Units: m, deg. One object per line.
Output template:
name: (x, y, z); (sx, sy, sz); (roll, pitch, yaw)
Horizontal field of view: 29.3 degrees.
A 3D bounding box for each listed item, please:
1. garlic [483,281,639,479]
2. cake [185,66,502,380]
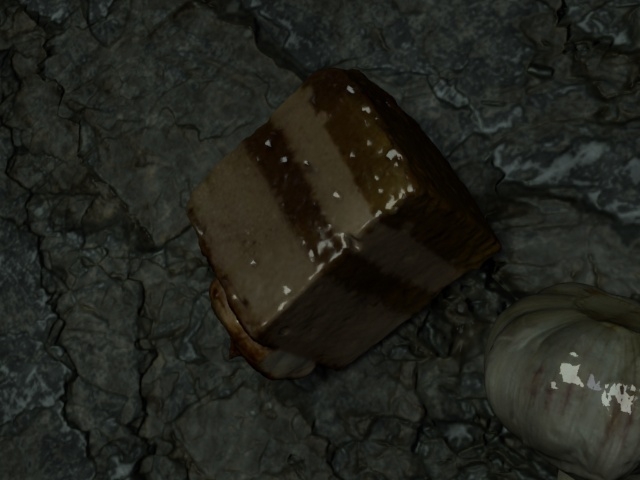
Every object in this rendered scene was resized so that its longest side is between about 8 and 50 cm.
garlic: (0.234, 0.157, 1.065); (0.219, 0.219, 0.212); (23, 113, 31)
cake: (0.000, 0.000, 1.226); (0.293, 0.196, 0.198); (-42, 58, 14)
